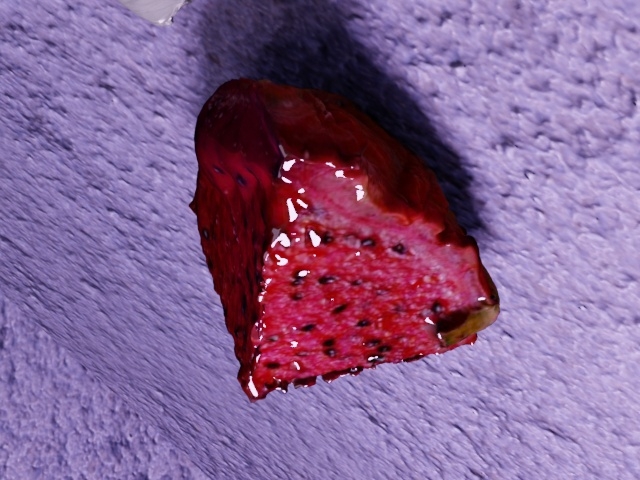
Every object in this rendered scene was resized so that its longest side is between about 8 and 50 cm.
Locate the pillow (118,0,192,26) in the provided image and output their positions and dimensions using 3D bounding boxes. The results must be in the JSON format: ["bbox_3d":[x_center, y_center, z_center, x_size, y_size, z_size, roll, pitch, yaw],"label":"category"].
[{"bbox_3d":[-0.158,-0.308,0.927,0.310,0.138,0.283,40,147,-11],"label":"pillow"}]

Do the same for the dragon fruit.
[{"bbox_3d":[0.000,0.000,1.140,0.302,0.240,0.330,12,158,8],"label":"dragon fruit"}]
